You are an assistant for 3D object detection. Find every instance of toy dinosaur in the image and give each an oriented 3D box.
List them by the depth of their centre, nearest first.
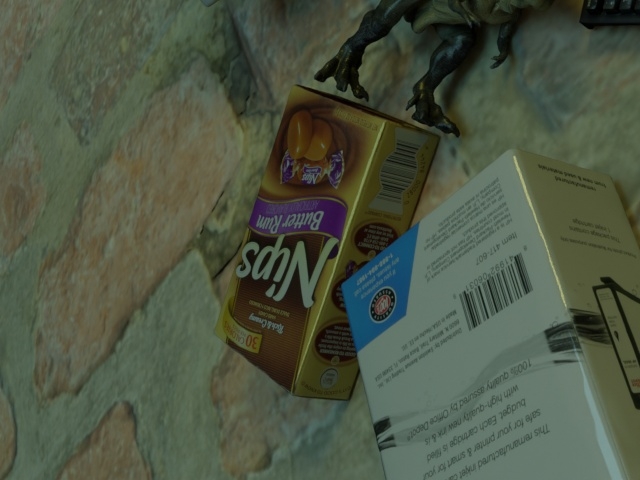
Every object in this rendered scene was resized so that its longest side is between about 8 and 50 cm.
[{"bbox_3d":[0.061,-0.138,0.738,0.268,0.064,0.118,28,96,54],"label":"toy dinosaur"}]

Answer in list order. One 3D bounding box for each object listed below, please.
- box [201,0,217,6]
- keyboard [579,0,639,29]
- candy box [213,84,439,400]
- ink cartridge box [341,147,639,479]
[{"bbox_3d":[-0.079,-0.283,0.851,0.130,0.170,0.091,-27,18,45],"label":"box"},{"bbox_3d":[0.176,-0.204,0.633,0.108,0.023,0.180,12,89,53],"label":"keyboard"},{"bbox_3d":[0.000,0.000,0.782,0.109,0.053,0.187,29,105,51],"label":"candy box"},{"bbox_3d":[0.103,0.081,0.598,0.148,0.086,0.203,-40,52,40],"label":"ink cartridge box"}]
